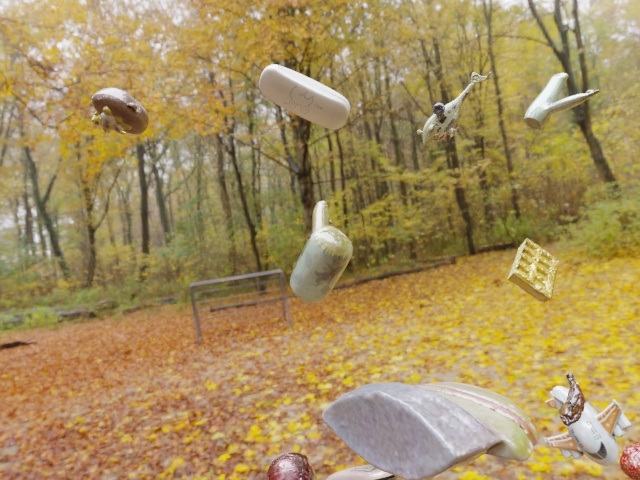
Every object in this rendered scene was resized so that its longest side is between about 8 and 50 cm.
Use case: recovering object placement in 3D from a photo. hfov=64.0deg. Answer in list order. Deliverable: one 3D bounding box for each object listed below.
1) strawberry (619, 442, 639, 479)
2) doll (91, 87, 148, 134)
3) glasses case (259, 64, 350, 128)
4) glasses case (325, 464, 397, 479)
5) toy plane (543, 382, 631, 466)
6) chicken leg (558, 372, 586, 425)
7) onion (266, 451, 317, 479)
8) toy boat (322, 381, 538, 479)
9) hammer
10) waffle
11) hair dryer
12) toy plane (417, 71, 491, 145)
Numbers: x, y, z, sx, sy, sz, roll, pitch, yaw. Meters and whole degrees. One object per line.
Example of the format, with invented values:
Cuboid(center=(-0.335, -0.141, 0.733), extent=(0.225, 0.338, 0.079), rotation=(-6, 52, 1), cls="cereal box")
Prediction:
Cuboid(center=(1.015, 0.697, 1.605), extent=(0.131, 0.131, 0.148), rotation=(-9, -35, 8), cls="strawberry")
Cuboid(center=(-0.526, -0.320, 1.339), extent=(0.145, 0.096, 0.188), rotation=(29, -30, -14), cls="doll")
Cuboid(center=(-0.039, -0.350, 1.251), extent=(0.233, 0.059, 0.092), rotation=(27, -40, -3), cls="glasses case")
Cuboid(center=(0.130, 0.776, 1.665), extent=(0.122, 0.075, 0.314), rotation=(0, -25, -34), cls="glasses case")
Cuboid(center=(0.761, 0.535, 1.484), extent=(0.245, 0.244, 0.117), rotation=(-10, -12, 41), cls="toy plane")
Cuboid(center=(0.639, 0.402, 1.298), extent=(0.062, 0.037, 0.145), rotation=(-23, 32, 57), cls="chicken leg")
Cuboid(center=(-0.113, 0.860, 1.769), extent=(0.219, 0.252, 0.252), rotation=(-6, 0, 14), cls="onion")
Cuboid(center=(0.177, 0.248, 0.725), extent=(0.294, 0.111, 0.276), rotation=(-3, -3, -23), cls="toy boat")
Cuboid(center=(0.000, 0.000, 1.311), extent=(0.113, 0.202, 0.305), rotation=(21, 35, -15), cls="hammer")
Cuboid(center=(0.836, 0.116, 2.003), extent=(0.274, 0.168, 0.057), rotation=(-48, -9, -47), cls="waffle")
Cuboid(center=(0.761, -0.449, 1.574), extent=(0.075, 0.206, 0.237), rotation=(37, -10, -20), cls="hair dryer")
Cuboid(center=(0.417, -0.411, 1.598), extent=(0.108, 0.286, 0.092), rotation=(37, 7, 11), cls="toy plane")
